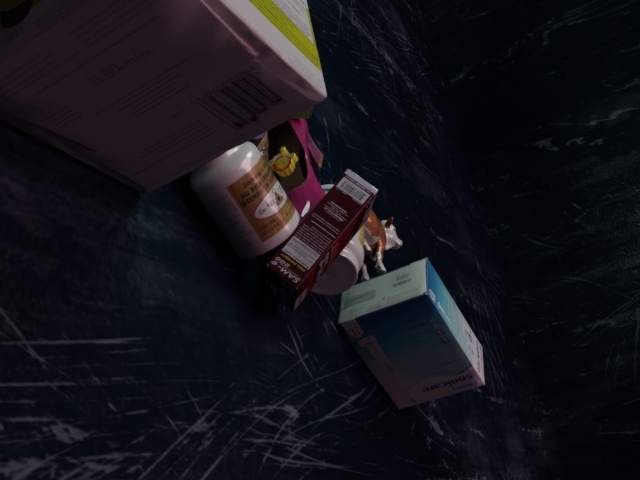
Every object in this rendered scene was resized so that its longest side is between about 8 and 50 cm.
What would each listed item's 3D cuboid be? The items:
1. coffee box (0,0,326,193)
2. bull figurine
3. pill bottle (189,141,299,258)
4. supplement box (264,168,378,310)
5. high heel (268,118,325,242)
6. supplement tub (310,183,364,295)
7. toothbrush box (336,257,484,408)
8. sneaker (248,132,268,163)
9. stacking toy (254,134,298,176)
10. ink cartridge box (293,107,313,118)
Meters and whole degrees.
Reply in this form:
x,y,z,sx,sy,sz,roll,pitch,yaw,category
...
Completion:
x,y,z,sx,sy,sz,roll,pitch,yaw,category
-0.238,-0.322,1.024,0.338,0.337,0.334,30,42,-54,coffee box
0.102,-0.013,1.799,0.310,0.101,0.188,41,37,-48,bull figurine
-0.145,-0.095,1.291,0.229,0.131,0.131,58,25,-23,pill bottle
0.000,0.000,1.369,0.073,0.239,0.130,36,-21,10,supplement box
-0.082,-0.148,1.512,0.181,0.127,0.377,52,19,-25,high heel
0.017,-0.002,1.547,0.144,0.144,0.200,52,28,-34,supplement tub
0.202,0.211,1.675,0.295,0.216,0.126,55,27,-27,toothbrush box
-0.131,-0.148,1.479,0.071,0.066,0.188,68,21,-47,sneaker
-0.148,-0.215,1.373,0.221,0.052,0.167,37,-11,41,stacking toy
-0.125,-0.303,1.532,0.209,0.062,0.109,-4,55,-20,ink cartridge box
